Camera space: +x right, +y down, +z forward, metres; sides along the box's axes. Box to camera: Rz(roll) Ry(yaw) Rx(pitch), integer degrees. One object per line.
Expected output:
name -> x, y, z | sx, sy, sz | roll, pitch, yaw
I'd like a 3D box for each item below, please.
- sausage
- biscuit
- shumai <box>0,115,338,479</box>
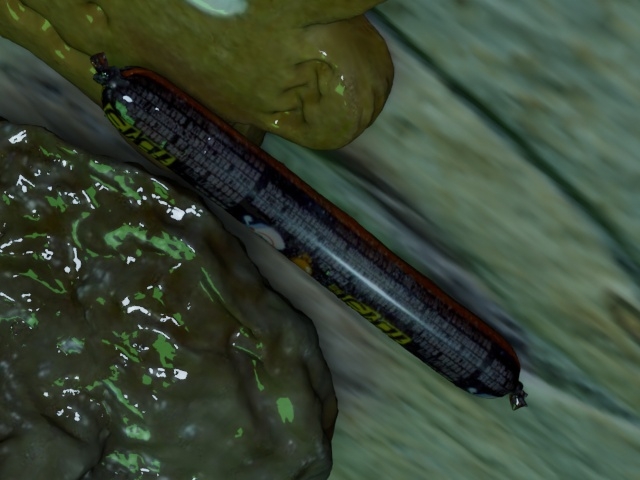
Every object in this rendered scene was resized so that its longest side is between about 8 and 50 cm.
sausage -> 0.000, 0.000, 0.628 | 0.198, 0.025, 0.028 | 38, 157, -22
biscuit -> -0.043, -0.106, 0.573 | 0.184, 0.035, 0.249 | 43, 147, -4
shumai -> -0.108, 0.064, 0.695 | 0.206, 0.175, 0.166 | 41, 157, -4
